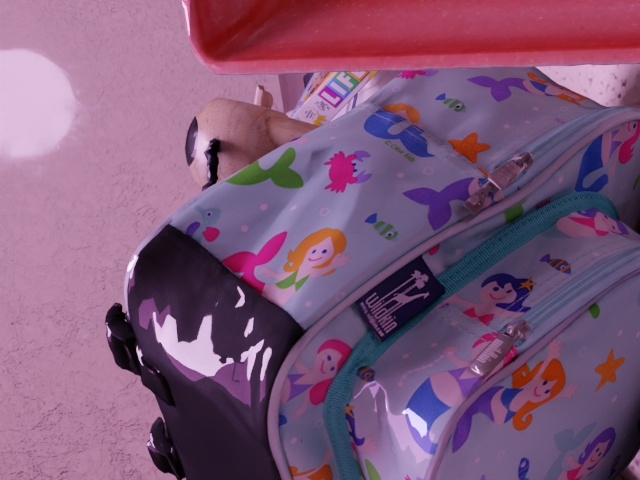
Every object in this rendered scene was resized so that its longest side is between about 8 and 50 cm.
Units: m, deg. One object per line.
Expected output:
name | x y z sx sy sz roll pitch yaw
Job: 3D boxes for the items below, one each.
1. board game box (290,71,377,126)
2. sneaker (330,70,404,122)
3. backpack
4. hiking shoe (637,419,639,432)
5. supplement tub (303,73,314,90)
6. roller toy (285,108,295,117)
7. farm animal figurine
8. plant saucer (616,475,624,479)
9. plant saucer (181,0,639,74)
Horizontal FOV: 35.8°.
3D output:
board game box | 0.038 -0.160 0.795 0.154 0.026 0.103 -42 18 45
sneaker | 0.058 -0.167 0.931 0.094 0.091 0.258 -101 24 -68
backpack | 0.060 0.036 0.464 0.191 0.253 0.225 29 146 31
hiking shoe | 0.148 0.209 0.421 0.113 0.132 0.303 -116 17 -71
supplement tub | 0.030 -0.110 1.198 0.106 0.106 0.197 114 145 -80
roller toy | 0.012 -0.034 1.048 0.191 0.209 0.146 42 164 15
farm animal figurine | 0.000 0.000 0.717 0.326 0.172 0.330 -50 -33 -43
plant saucer | 0.181 0.253 0.648 0.278 0.041 0.277 170 90 -84
plant saucer | 0.061 -0.180 0.277 0.048 0.259 0.258 -41 -52 -55
